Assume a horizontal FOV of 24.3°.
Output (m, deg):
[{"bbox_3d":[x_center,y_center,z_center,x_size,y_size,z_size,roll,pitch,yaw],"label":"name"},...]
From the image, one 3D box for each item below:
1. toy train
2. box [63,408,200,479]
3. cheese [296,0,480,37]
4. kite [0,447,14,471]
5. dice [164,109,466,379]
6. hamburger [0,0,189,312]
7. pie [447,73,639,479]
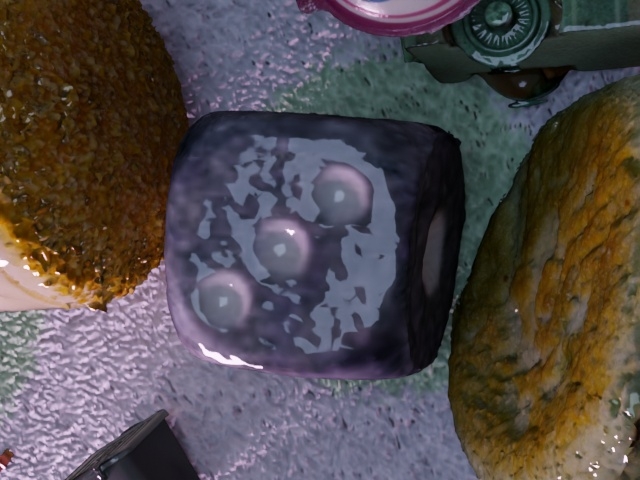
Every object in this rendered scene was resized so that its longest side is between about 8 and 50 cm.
[{"bbox_3d":[0.213,-0.186,1.034,0.326,0.129,0.159,-3,84,18],"label":"toy train"},{"bbox_3d":[-0.148,0.191,1.156,0.084,0.122,0.069,-33,93,16],"label":"box"},{"bbox_3d":[0.087,-0.220,0.983,0.244,0.062,0.155,-20,74,15],"label":"cheese"},{"bbox_3d":[-0.361,0.239,1.274,0.141,0.015,0.245,45,103,10],"label":"kite"},{"bbox_3d":[0.000,0.000,1.071,0.183,0.181,0.182,5,92,16],"label":"dice"},{"bbox_3d":[-0.208,-0.082,1.084,0.179,0.294,0.276,-14,74,32],"label":"hamburger"},{"bbox_3d":[0.173,0.038,0.988,0.071,0.323,0.323,19,97,-17],"label":"pie"}]
